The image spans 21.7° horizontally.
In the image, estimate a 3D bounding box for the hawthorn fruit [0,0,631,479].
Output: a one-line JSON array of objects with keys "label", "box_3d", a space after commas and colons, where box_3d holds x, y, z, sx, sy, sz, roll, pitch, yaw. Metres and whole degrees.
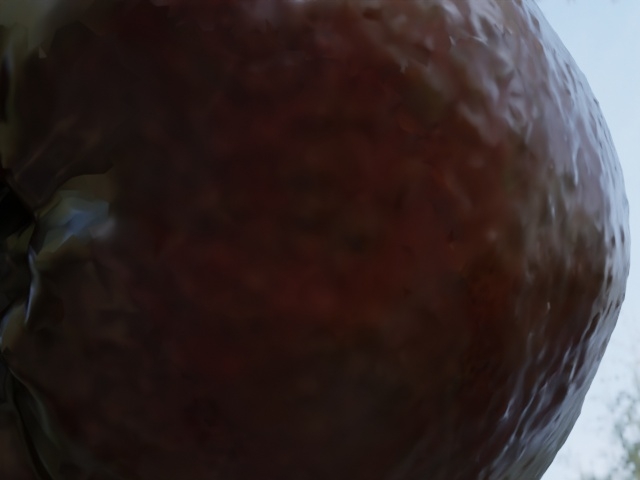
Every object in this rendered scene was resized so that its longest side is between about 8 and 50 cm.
[{"label": "hawthorn fruit", "box_3d": [0.000, 0.000, 0.624, 0.369, 0.285, 0.285, 10, -46, -43]}]
